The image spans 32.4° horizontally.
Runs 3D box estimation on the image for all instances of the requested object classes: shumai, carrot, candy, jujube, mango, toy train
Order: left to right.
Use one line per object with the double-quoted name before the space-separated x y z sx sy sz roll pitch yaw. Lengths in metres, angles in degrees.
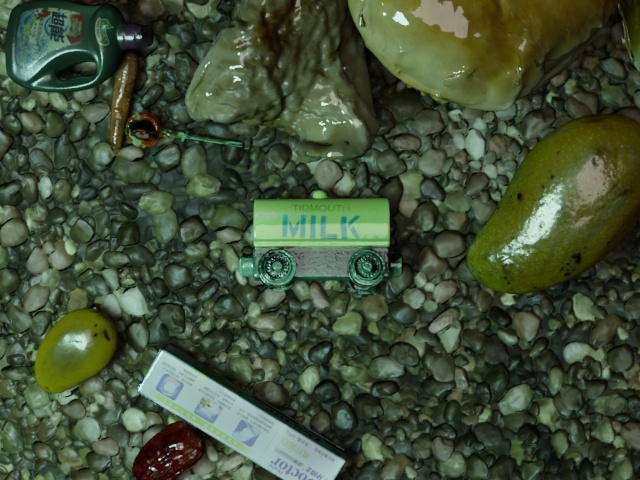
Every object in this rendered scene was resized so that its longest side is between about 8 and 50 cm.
"mango" -0.388 0.177 1.728 0.103 0.076 0.161 43 103 -7
"carrot" -0.310 -0.216 1.717 0.035 0.035 0.165 11 96 2
"jujube" -0.241 0.337 1.733 0.129 0.077 0.077 -38 92 15
"candy" -0.212 -0.163 1.718 0.184 0.049 0.056 8 101 -6
"shumai" -0.008 -0.248 1.584 0.262 0.267 0.314 34 101 2
"toy train" 0.000 0.000 1.691 0.253 0.105 0.157 -1 80 1
"mango" 0.364 -0.046 1.639 0.330 0.175 0.176 -52 46 4

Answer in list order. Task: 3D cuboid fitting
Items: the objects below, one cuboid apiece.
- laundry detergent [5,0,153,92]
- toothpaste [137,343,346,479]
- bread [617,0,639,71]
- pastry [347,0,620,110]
"laundry detergent" -0.364 -0.296 1.678 0.221 0.078 0.144 3 84 9
"toothpaste" -0.122 0.285 1.726 0.336 0.067 0.081 31 94 0
"bread" 0.526 -0.355 1.592 0.158 0.261 0.156 -21 53 -6
"pastry" 0.228 -0.375 1.563 0.409 0.245 0.410 2 81 -11
